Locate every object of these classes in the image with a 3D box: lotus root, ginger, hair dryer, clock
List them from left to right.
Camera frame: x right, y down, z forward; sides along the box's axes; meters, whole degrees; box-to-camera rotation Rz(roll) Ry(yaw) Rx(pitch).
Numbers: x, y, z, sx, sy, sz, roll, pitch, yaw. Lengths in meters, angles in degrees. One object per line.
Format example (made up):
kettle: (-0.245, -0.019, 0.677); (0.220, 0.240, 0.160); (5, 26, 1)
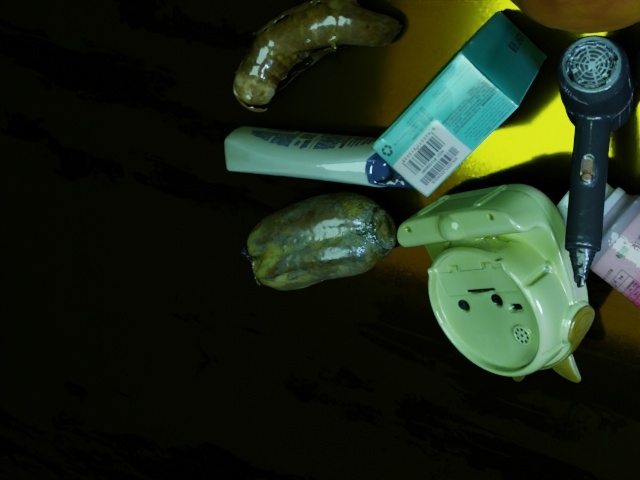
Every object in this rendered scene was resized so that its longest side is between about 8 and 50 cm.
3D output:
ginger: (-0.025, -0.337, 1.835); (0.309, 0.107, 0.133); (-28, 78, 26)
lotus root: (0.000, 0.000, 1.897); (0.275, 0.160, 0.152); (-12, 76, 27)
clock: (0.295, 0.088, 1.746); (0.286, 0.117, 0.348); (-10, 108, 54)
hair dryer: (0.394, -0.108, 1.572); (0.107, 0.189, 0.352); (3, 80, 18)

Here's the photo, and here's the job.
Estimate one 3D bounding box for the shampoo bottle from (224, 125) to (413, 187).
shampoo bottle: (0.008, -0.141, 1.859); (0.360, 0.134, 0.078); (8, 111, 24)

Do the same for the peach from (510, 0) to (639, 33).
peach: (0.372, -0.444, 1.472); (0.302, 0.343, 0.342); (33, 120, 41)

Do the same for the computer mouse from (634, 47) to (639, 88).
computer mouse: (0.575, -0.313, 1.504); (0.323, 0.183, 0.116); (-55, 50, 29)

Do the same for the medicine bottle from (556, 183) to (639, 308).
medicine bottle: (0.480, 0.005, 1.669); (0.247, 0.147, 0.147); (40, 118, 11)

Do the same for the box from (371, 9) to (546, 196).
box: (0.218, -0.214, 1.633); (0.118, 0.311, 0.205); (44, 119, -3)
